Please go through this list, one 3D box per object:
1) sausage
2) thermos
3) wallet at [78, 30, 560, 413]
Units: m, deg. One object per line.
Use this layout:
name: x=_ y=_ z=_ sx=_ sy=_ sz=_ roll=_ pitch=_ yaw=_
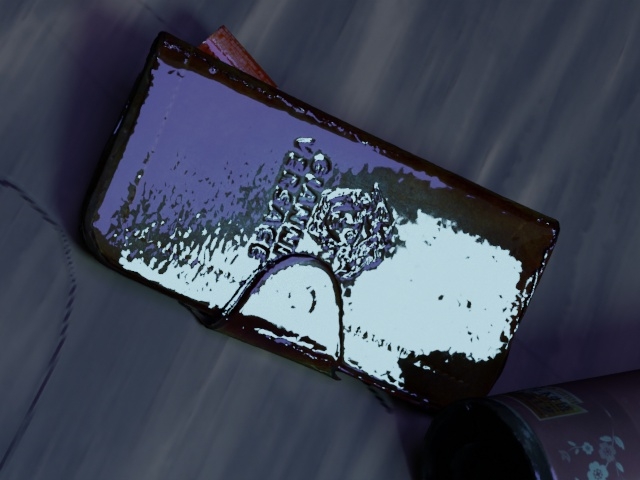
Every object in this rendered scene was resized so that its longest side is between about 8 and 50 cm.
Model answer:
sausage: x=-0.024 y=-0.061 z=1.083 sx=0.129 sy=0.034 sz=0.034 roll=49 pitch=55 yaw=-3
thermos: x=0.225 y=0.133 z=1.092 sx=0.330 sy=0.109 sz=0.136 roll=-7 pitch=72 yaw=-32
wallet: x=0.000 y=0.000 z=1.050 sx=0.255 sy=0.031 sz=0.137 roll=24 pitch=81 yaw=-16
